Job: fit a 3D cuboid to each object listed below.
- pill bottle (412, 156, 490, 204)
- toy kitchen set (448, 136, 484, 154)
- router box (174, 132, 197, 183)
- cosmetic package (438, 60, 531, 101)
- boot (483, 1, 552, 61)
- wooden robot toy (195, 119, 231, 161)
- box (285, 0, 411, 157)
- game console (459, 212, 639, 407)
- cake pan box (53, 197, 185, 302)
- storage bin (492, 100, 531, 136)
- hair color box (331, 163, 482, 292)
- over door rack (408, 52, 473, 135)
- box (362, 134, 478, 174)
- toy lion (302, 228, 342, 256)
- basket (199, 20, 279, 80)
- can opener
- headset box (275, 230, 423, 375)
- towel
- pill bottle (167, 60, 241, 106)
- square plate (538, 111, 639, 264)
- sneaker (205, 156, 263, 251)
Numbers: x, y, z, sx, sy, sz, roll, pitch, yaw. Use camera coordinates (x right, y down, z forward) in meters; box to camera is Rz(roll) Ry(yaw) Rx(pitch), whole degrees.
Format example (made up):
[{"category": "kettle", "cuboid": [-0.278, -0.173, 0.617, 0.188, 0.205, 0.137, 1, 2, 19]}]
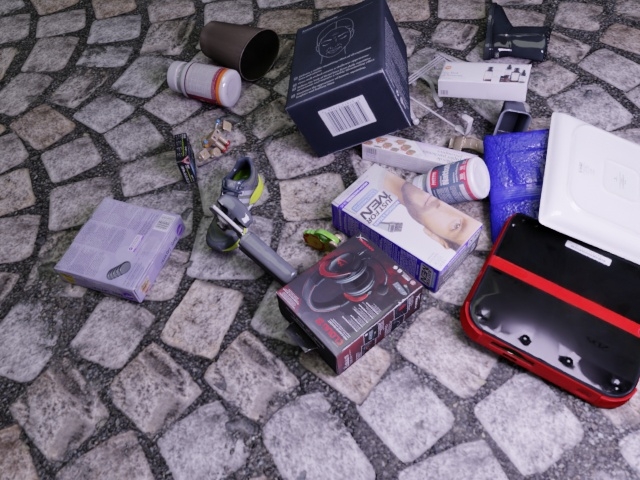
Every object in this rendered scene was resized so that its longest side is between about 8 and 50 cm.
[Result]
[{"category": "pill bottle", "cuboid": [0.334, -0.146, 1.446, 0.180, 0.108, 0.108, -11, 45, 41]}, {"category": "toy kitchen set", "cuboid": [0.422, -0.257, 1.609, 0.083, 0.075, 0.068, 16, 92, 55]}, {"category": "router box", "cuboid": [-0.396, -0.242, 1.636, 0.038, 0.092, 0.122, -12, 54, -3]}, {"category": "cosmetic package", "cuboid": [0.459, -0.450, 1.565, 0.239, 0.060, 0.099, 9, 51, 21]}, {"category": "boot", "cuboid": [0.659, -0.694, 1.860, 0.207, 0.094, 0.246, 6, 61, 15]}, {"category": "wooden robot toy", "cuboid": [-0.333, -0.294, 1.700, 0.079, 0.076, 0.173, -13, 43, 42]}, {"category": "box", "cuboid": [0.087, -0.483, 1.631, 0.293, 0.212, 0.395, -15, 48, 24]}, {"category": "game console", "cuboid": [0.542, 0.144, 1.242, 0.386, 0.060, 0.342, 28, 64, 15]}, {"category": "cake pan box", "cuboid": [-0.524, 0.014, 1.476, 0.246, 0.070, 0.267, 13, 56, 12]}, {"category": "storage bin", "cuboid": [0.545, -0.330, 1.587, 0.098, 0.135, 0.091, 11, 46, 5]}, {"category": "hair color box", "cuboid": [0.212, -0.040, 1.418, 0.339, 0.110, 0.185, 34, 63, 25]}, {"category": "over door rack", "cuboid": [0.392, -0.433, 1.680, 0.239, 0.108, 0.324, -39, 51, -19]}, {"category": "box", "cuboid": [0.277, -0.236, 1.581, 0.324, 0.067, 0.063, 16, 57, 18]}, {"category": "toy lion", "cuboid": [0.000, 0.000, 1.417, 0.096, 0.100, 0.034, 32, 63, 4]}, {"category": "basket", "cuboid": [-0.289, -0.663, 1.906, 0.227, 0.154, 0.204, 28, 63, 27]}, {"category": "can opener", "cuboid": [-0.159, -0.007, 1.388, 0.283, 0.076, 0.095, 40, 74, 4]}, {"category": "headset box", "cuboid": [0.056, 0.148, 1.290, 0.293, 0.110, 0.218, -35, 58, -19]}, {"category": "towel", "cuboid": [0.538, -0.139, 1.409, 0.227, 0.076, 0.308, -4, 72, 10]}, {"category": "pill bottle", "cuboid": [-0.380, -0.516, 1.818, 0.221, 0.121, 0.121, 17, 57, 18]}, {"category": "square plate", "cuboid": [0.700, -0.129, 1.327, 0.344, 0.049, 0.347, 22, 62, -5]}, {"category": "sneaker", "cuboid": [-0.240, -0.102, 1.498, 0.111, 0.121, 0.300, 6, 55, 10]}]
